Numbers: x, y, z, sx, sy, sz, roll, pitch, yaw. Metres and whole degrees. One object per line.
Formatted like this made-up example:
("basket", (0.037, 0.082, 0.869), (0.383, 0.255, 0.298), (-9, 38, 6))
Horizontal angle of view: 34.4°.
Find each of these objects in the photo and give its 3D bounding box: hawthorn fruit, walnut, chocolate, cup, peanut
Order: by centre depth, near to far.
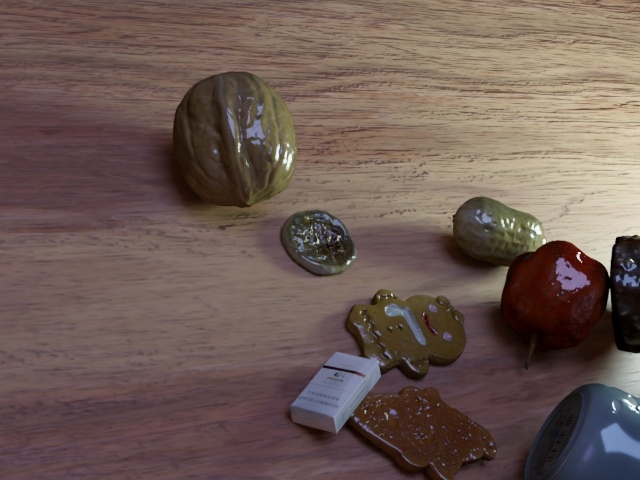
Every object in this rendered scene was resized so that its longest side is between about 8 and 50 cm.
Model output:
("cup", (0.498, 0.377, 1.724), (0.274, 0.259, 0.357), (30, 12, -1))
("walnut", (-0.154, -0.178, 1.856), (0.225, 0.225, 0.261), (3, 63, -28))
("hawthorn fruit", (0.423, 0.132, 1.935), (0.207, 0.207, 0.243), (29, 69, -3))
("chocolate", (0.676, 0.097, 1.983), (0.340, 0.210, 0.225), (-2, 88, -69))
("peanut", (0.355, -0.013, 2.059), (0.224, 0.129, 0.129), (19, 44, -27))

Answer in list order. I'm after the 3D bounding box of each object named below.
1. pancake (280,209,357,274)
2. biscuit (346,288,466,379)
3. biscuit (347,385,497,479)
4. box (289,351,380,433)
("pancake", (-0.001, 0.001, 1.912), (0.151, 0.025, 0.152), (15, 46, -16))
("biscuit", (0.165, 0.163, 1.853), (0.249, 0.035, 0.184), (-2, 53, -32))
("biscuit", (0.163, 0.317, 1.707), (0.280, 0.043, 0.183), (14, 42, -12))
("box", (0.025, 0.243, 1.669), (0.084, 0.040, 0.154), (7, 33, 31))
